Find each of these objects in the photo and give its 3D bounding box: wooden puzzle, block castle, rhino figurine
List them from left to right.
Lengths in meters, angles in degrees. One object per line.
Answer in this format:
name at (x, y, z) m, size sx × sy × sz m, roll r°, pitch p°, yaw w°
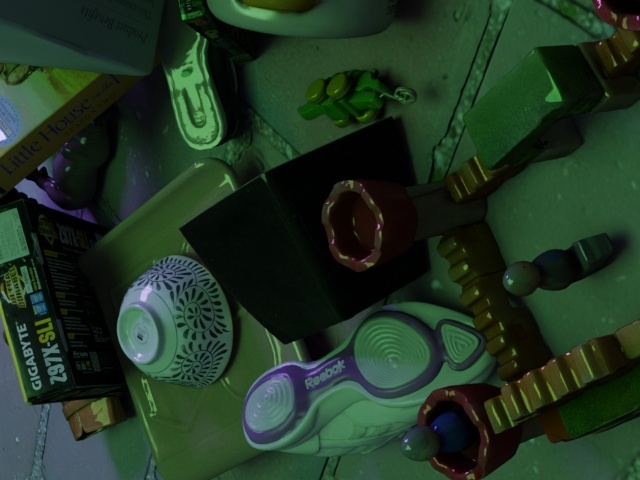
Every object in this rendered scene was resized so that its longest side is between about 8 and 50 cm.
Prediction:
rhino figurine at (-0.366, -0.142, 1.679) m, size 0.106 × 0.073 × 0.243 m, roll 34°, pitch 130°, yaw 6°
wooden puzzle at (-0.144, 0.111, 1.432) m, size 0.322 × 0.080 × 0.348 m, roll -34°, pitch 77°, yaw 39°
block castle at (0.197, -0.009, 0.879) m, size 0.453 × 0.213 × 0.303 m, roll -43°, pitch 66°, yaw 48°

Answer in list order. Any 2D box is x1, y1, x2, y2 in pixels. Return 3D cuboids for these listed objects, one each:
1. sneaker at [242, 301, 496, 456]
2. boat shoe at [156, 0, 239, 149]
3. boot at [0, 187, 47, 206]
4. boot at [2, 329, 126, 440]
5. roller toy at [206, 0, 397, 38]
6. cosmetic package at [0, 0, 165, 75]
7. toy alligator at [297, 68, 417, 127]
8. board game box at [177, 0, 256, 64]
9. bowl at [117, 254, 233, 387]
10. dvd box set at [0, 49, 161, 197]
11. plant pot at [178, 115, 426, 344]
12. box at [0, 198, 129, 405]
sneaker at (0.066, 0.154, 1.192) m, size 0.305 × 0.152 × 0.114 m, roll -24°, pitch 56°, yaw 32°
boat shoe at (-0.147, -0.230, 1.370) m, size 0.084 × 0.079 × 0.233 m, roll -4°, pitch 100°, yaw 27°
boot at (-0.523, -0.075, 1.715) m, size 0.348 × 0.131 × 0.260 m, roll 64°, pitch -178°, yaw -13°
boot at (-0.414, 0.219, 1.838) m, size 0.283 × 0.109 × 0.220 m, roll -24°, pitch 84°, yaw 45°
roller toy at (-0.015, -0.271, 1.097) m, size 0.209 × 0.191 × 0.146 m, roll 37°, pitch 128°, yaw 55°
cosmetic package at (-0.373, -0.422, 1.262) m, size 0.327 × 0.329 × 0.393 m, roll 11°, pitch 89°, yaw 27°
toy alligator at (0.044, -0.158, 1.174) m, size 0.190 × 0.056 × 0.051 m, roll -3°, pitch 57°, yaw 53°
board game box at (-0.122, -0.281, 1.229) m, size 0.260 × 0.030 × 0.136 m, roll 1°, pitch -107°, yaw -82°
bowl at (-0.194, 0.107, 1.368) m, size 0.170 × 0.080 × 0.170 m, roll 9°, pitch 105°, yaw 38°
dvd box set at (-0.394, -0.247, 1.479) m, size 0.420 × 0.062 × 0.307 m, roll -39°, pitch 57°, yaw 0°
plant pot at (0.000, 0.000, 1.176) m, size 0.188 × 0.187 × 0.167 m, roll -29°, pitch 89°, yaw 52°
box at (-0.349, 0.093, 1.564) m, size 0.322 × 0.079 × 0.257 m, roll 33°, pitch -143°, yaw -80°
